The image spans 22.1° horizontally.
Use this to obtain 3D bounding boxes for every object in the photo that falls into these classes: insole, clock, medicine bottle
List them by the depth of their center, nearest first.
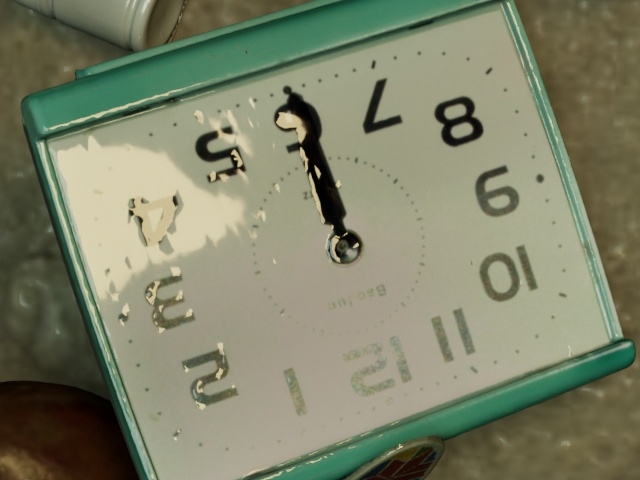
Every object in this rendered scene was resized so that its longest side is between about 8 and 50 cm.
[{"bbox_3d":[0.000,0.000,0.847,0.262,0.116,0.231,-19,90,-15],"label":"clock"},{"bbox_3d":[0.014,0.140,0.848,0.065,0.193,0.006,-12,66,-29],"label":"insole"},{"bbox_3d":[-0.126,-0.145,0.930,0.089,0.057,0.057,23,94,12],"label":"medicine bottle"}]

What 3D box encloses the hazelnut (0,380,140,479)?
[{"bbox_3d":[-0.191,0.174,0.866,0.218,0.218,0.234,39,67,10],"label":"hazelnut"}]
